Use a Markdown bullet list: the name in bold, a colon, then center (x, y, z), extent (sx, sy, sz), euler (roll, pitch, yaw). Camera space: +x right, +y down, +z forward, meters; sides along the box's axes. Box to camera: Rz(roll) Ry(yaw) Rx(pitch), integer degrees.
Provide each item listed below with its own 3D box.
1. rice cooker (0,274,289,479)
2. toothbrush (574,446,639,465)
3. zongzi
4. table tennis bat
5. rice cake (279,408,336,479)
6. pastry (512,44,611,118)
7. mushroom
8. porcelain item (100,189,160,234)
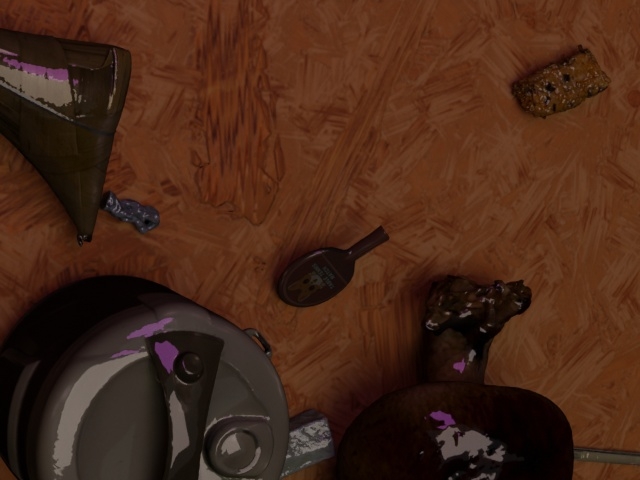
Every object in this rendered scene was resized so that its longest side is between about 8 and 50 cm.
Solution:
- **rice cooker**: center (-0.222, 0.217, 1.722), extent (0.335, 0.325, 0.335), euler (-6, 103, -26)
- **toothbrush**: center (0.401, 0.331, 2.226), extent (0.294, 0.028, 0.026), euler (8, 98, -32)
- **zongzi**: center (-0.355, -0.127, 1.722), extent (0.228, 0.115, 0.256), euler (7, 108, -24)
- **table tennis bat**: center (0.000, 0.000, 1.970), extent (0.170, 0.119, 0.107), euler (-33, 141, 7)
- **rice cake**: center (-0.136, 0.323, 1.937), extent (0.336, 0.063, 0.066), euler (-23, 103, -19)
- **pastry**: center (0.348, -0.224, 2.069), extent (0.140, 0.056, 0.080), euler (-31, 101, -15)
- **mushroom**: center (0.168, 0.268, 2.003), extent (0.331, 0.356, 0.334), euler (-11, 148, -37)
- **porcelain item**: center (-0.240, -0.036, 1.833), extent (0.083, 0.028, 0.036), euler (28, 104, -29)
